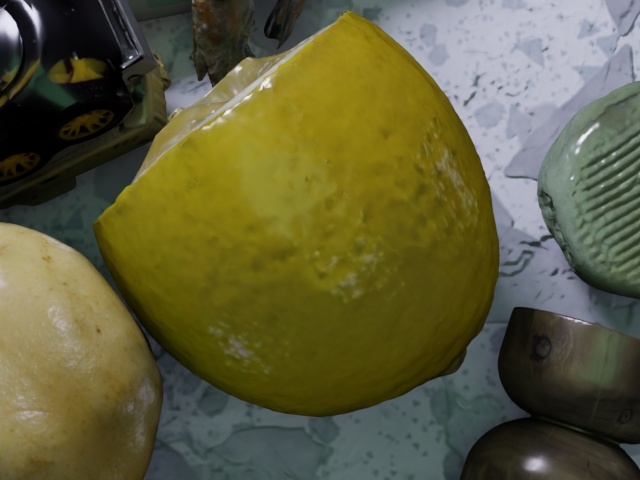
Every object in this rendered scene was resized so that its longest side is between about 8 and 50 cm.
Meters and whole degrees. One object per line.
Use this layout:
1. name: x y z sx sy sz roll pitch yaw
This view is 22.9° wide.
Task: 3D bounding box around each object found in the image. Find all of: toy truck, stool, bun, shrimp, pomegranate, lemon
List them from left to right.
1. toy truck: -0.330 -0.097 1.465 0.405 0.254 0.181 -28 74 10
2. pomegranate: -0.296 0.143 1.374 0.332 0.332 0.333 0 84 0
3. shrimp: -0.065 -0.219 1.516 0.126 0.223 0.047 -9 43 -18
4. lemon: 0.000 0.000 1.411 0.364 0.364 0.364 0 84 0
5. stool: 0.224 0.213 1.458 0.179 0.179 0.264 18 84 2
6. bun: 0.312 -0.049 1.524 0.221 0.108 0.221 0 89 -6

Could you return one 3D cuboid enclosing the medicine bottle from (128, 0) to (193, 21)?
1. medicine bottle: -0.035 -0.301 1.551 0.351 0.110 0.110 -12 84 -1
